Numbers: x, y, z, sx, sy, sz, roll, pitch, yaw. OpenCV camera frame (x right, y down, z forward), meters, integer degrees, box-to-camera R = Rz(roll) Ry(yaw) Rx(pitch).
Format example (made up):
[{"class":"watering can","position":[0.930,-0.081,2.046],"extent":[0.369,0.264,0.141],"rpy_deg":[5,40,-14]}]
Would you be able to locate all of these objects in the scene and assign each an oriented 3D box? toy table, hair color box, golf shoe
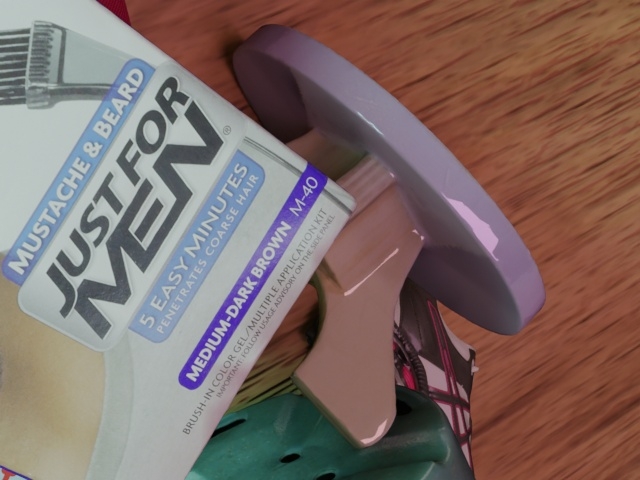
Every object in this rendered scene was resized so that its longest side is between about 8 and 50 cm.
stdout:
[{"class":"toy table","position":[0.000,0.000,0.917],"extent":[0.161,0.274,0.252],"rpy_deg":[-43,164,-17]},{"class":"hair color box","position":[-0.161,-0.031,0.552],"extent":[0.339,0.110,0.185],"rpy_deg":[35,85,-37]},{"class":"golf shoe","position":[0.093,0.144,1.103],"extent":[0.120,0.105,0.273],"rpy_deg":[-38,122,-30]}]

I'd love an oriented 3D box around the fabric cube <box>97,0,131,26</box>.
[{"class":"fabric cube","position":[-0.273,-0.168,0.656],"extent":[0.254,0.259,0.258],"rpy_deg":[-27,119,-28]}]

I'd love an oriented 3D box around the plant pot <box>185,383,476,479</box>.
[{"class":"plant pot","position":[0.019,0.304,0.973],"extent":[0.341,0.341,0.334],"rpy_deg":[-29,110,-26]}]

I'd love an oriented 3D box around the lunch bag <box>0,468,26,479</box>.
[{"class":"lunch bag","position":[-0.245,0.186,0.878],"extent":[0.176,0.090,0.219],"rpy_deg":[44,77,-36]}]
